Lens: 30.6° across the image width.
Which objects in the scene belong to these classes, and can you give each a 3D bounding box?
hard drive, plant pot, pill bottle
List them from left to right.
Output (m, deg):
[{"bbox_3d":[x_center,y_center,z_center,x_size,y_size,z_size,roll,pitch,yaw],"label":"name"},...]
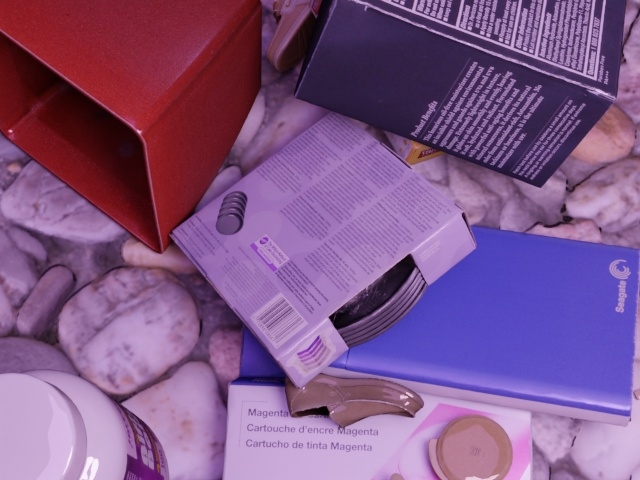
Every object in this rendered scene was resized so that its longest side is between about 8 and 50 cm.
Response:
[{"bbox_3d":[-0.257,0.219,1.145,0.169,0.301,0.169,-1,72,4],"label":"pill bottle"},{"bbox_3d":[-0.208,-0.194,1.312,0.267,0.267,0.235,36,66,14],"label":"plant pot"},{"bbox_3d":[0.175,0.076,1.256,0.319,0.040,0.210,8,53,9],"label":"hard drive"}]

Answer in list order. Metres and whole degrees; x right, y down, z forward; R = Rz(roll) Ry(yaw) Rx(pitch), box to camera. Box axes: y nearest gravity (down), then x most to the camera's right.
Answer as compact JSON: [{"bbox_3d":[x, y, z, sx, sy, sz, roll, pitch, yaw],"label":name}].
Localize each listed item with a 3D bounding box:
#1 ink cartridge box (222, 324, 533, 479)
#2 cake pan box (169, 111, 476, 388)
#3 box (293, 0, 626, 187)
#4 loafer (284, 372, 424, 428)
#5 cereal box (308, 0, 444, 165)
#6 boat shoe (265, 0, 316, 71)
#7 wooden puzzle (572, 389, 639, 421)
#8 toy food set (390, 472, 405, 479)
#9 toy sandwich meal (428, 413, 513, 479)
[{"bbox_3d":[0.060,0.233,1.237,0.324,0.071,0.330,0,74,6],"label":"ink cartridge box"},{"bbox_3d":[0.000,0.000,1.261,0.246,0.070,0.267,-40,46,-7],"label":"cake pan box"},{"bbox_3d":[0.156,-0.259,1.258,0.294,0.182,0.296,20,56,-7],"label":"box"},{"bbox_3d":[0.033,0.168,1.201,0.148,0.056,0.050,5,69,18],"label":"loafer"},{"bbox_3d":[0.115,-0.214,1.358,0.173,0.047,0.240,-19,69,-25],"label":"cereal box"},{"bbox_3d":[-0.029,-0.279,1.416,0.059,0.063,0.170,23,66,14],"label":"boat shoe"},{"bbox_3d":[0.309,0.171,1.266,0.083,0.006,0.049,1,72,5],"label":"wooden puzzle"},{"bbox_3d":[0.030,0.327,1.151,0.192,0.038,0.132,-30,71,-9],"label":"toy food set"},{"bbox_3d":[0.153,0.217,1.187,0.086,0.029,0.085,0,69,-1],"label":"toy sandwich meal"}]
